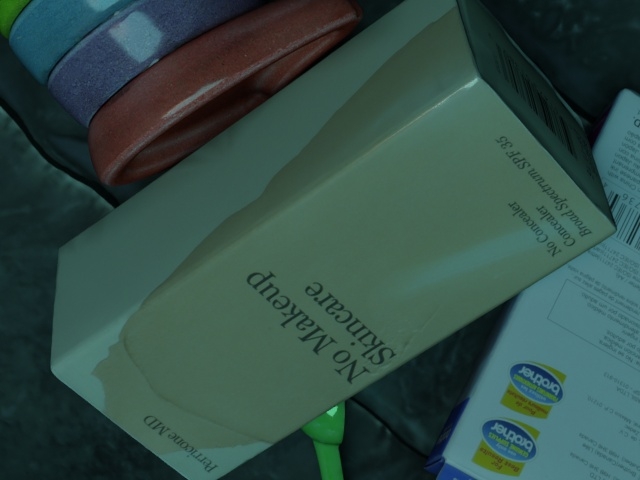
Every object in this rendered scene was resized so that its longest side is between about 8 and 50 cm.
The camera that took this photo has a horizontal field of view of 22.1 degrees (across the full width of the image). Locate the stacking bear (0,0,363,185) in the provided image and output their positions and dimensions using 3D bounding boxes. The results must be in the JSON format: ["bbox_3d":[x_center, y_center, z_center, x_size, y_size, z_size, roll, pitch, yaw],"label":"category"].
[{"bbox_3d":[-0.135,-0.193,0.964,0.164,0.175,0.289,-31,86,-27],"label":"stacking bear"}]

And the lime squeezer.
[{"bbox_3d":[0.050,0.089,1.063,0.110,0.059,0.310,32,103,-2],"label":"lime squeezer"}]

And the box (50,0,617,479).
[{"bbox_3d":[0.000,0.000,0.972,0.311,0.121,0.148,-35,123,21],"label":"box"}]

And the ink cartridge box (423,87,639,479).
[{"bbox_3d":[0.190,0.085,0.972,0.185,0.065,0.311,29,71,-2],"label":"ink cartridge box"}]
